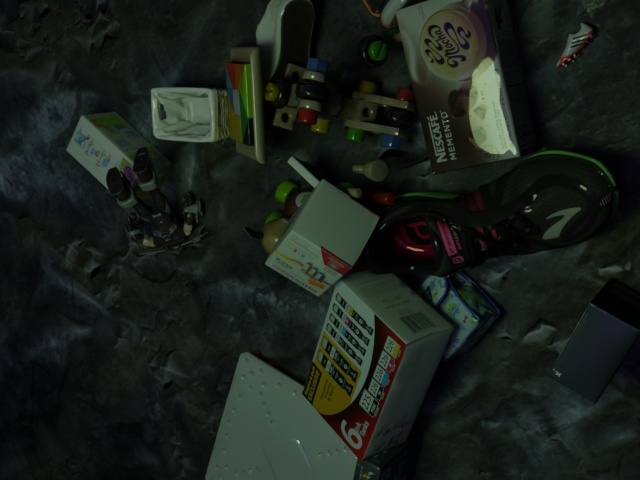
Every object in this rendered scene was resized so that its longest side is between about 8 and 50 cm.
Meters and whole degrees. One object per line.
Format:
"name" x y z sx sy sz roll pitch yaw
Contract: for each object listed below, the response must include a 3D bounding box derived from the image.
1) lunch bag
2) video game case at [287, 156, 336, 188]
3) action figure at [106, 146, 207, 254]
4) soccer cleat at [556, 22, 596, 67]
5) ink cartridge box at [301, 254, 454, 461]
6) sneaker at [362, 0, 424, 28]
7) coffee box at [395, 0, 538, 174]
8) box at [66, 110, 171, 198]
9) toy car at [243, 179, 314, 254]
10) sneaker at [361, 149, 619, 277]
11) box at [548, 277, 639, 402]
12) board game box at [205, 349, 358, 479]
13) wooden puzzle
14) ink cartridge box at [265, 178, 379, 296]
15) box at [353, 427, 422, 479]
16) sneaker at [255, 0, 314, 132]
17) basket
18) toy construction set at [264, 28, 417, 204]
"lunch bag" 0.244 0.131 1.617 0.151 0.096 0.128 53 128 26
"video game case" 0.015 -0.099 1.661 0.157 0.143 0.019 45 100 16
"action figure" -0.362 -0.065 1.876 0.185 0.285 0.099 -25 48 -1
"soccer cleat" 0.424 -0.327 1.422 0.035 0.029 0.083 52 120 20
"ink cartridge box" 0.081 0.216 1.648 0.272 0.130 0.309 43 131 36
"sneaker" 0.158 -0.541 1.469 0.180 0.125 0.321 51 122 9
"coffee box" 0.258 -0.278 1.479 0.168 0.119 0.297 -9 98 32
"box" -0.462 -0.192 1.945 0.203 0.114 0.103 42 119 15
"toy car" -0.067 -0.022 1.704 0.155 0.188 0.148 31 117 21
"sneaker" 0.281 -0.016 1.471 0.483 0.202 0.185 -17 109 36
"box" 0.480 0.167 1.437 0.093 0.158 0.155 32 118 21
"board game box" -0.060 0.494 1.918 0.390 0.050 0.389 28 116 23
"wooden puzzle" -0.153 -0.274 1.688 0.239 0.044 0.220 -142 48 -70
"ink cartridge box" 0.000 0.000 1.553 0.128 0.127 0.176 32 152 -6
"box" 0.125 0.513 1.729 0.059 0.183 0.232 21 112 28
"sneaker" -0.080 -0.363 1.696 0.123 0.106 0.290 52 136 47
"basket" -0.266 -0.274 1.811 0.167 0.103 0.113 7 106 29
"toy construction set" 0.028 -0.220 1.602 0.237 0.258 0.308 11 115 57
